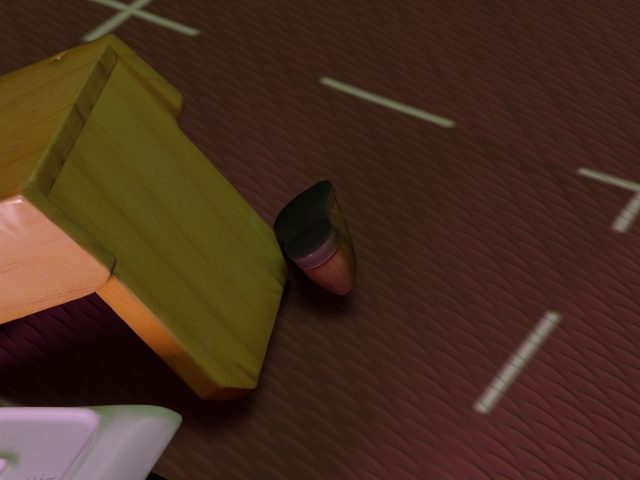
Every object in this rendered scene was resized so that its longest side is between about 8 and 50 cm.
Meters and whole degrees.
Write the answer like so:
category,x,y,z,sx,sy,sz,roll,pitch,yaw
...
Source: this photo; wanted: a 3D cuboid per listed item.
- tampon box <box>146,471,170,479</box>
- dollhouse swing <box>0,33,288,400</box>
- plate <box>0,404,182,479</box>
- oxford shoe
category,x,y,z,sx,sy,sz,roll,pitch,yaw
tampon box,-0.159,0.284,1.540,0.120,0.101,0.161,23,39,23
dollhouse swing,-0.248,0.017,1.851,0.315,0.305,0.347,-19,27,18
plate,-0.288,0.217,1.530,0.278,0.045,0.277,-3,33,28
oxford shoe,0.000,0.000,1.984,0.076,0.076,0.212,-33,22,11
